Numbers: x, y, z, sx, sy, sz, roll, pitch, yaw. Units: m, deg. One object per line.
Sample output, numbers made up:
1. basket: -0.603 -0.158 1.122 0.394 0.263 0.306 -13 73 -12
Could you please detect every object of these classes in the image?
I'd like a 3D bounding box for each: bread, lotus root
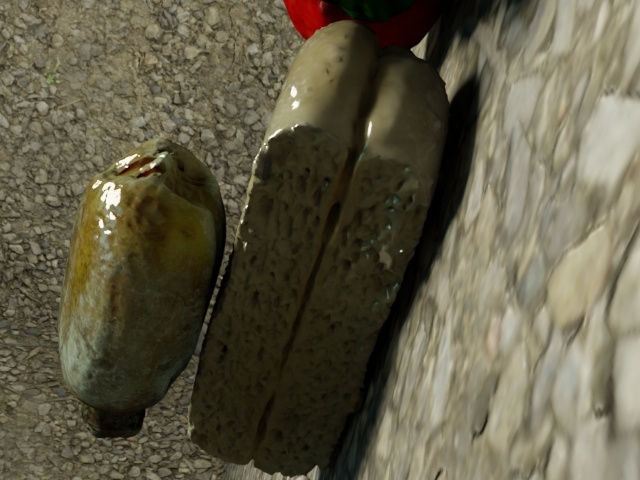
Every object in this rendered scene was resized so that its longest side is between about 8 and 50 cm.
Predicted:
1. bread: -0.005 0.000 0.564 0.337 0.102 0.183 109 173 -46
2. lotus root: -0.109 0.037 0.532 0.113 0.088 0.192 -97 23 -62

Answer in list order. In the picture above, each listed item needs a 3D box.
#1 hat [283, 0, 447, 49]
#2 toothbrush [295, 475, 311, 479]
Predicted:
1. hat: -0.018 -0.208 0.482 0.274 0.242 0.332 56 176 27
2. toothbrush: -0.043 0.252 0.779 0.275 0.025 0.019 109 173 -56
